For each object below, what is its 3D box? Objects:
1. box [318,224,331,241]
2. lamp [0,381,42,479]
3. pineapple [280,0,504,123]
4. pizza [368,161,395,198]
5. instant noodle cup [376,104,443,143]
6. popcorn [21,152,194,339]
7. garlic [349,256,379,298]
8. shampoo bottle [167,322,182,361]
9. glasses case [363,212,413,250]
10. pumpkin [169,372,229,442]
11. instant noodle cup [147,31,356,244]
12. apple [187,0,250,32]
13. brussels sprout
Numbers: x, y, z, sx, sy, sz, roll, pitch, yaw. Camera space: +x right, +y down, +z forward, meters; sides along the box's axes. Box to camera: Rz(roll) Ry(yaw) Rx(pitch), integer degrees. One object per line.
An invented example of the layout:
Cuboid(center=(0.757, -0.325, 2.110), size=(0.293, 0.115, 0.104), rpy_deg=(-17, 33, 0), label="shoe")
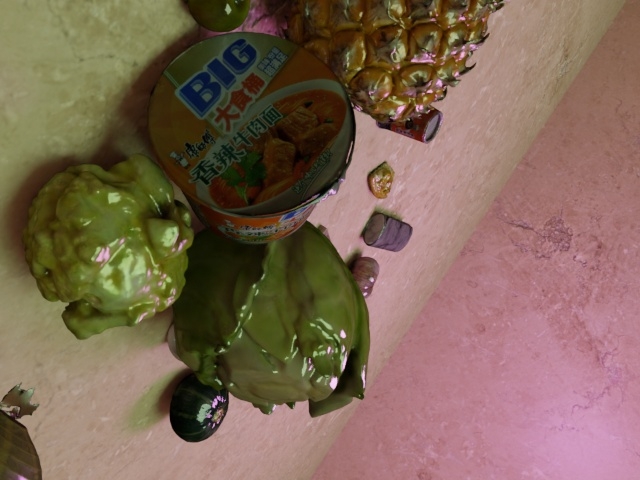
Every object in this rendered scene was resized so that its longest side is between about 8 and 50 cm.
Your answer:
Cuboid(center=(0.000, 0.000, 1.607), size=(0.053, 0.024, 0.083), rpy_deg=(-50, 155, -15), label="box")
Cuboid(center=(-0.486, 0.312, 0.793), size=(0.284, 0.250, 0.250), rpy_deg=(-57, 158, -21), label="lamp")
Cuboid(center=(0.108, -0.368, 0.973), size=(0.300, 0.352, 0.352), rpy_deg=(-58, 158, 21), label="pineapple")
Cuboid(center=(0.182, -0.172, 1.730), size=(0.099, 0.035, 0.160), rpy_deg=(-55, 157, -4), label="pizza")
Cuboid(center=(0.231, -0.313, 1.518), size=(0.127, 0.135, 0.127), rpy_deg=(-42, 152, -29), label="instant noodle cup")
Cuboid(center=(-0.292, 0.012, 0.841), size=(0.255, 0.194, 0.256), rpy_deg=(-57, 139, -13), label="popcorn")
Cuboid(center=(0.130, 0.119, 1.925), size=(0.159, 0.101, 0.147), rpy_deg=(97, 19, -67), label="garlic")
Cuboid(center=(-0.212, 0.201, 1.362), size=(0.303, 0.092, 0.092), rpy_deg=(-4, 124, -61), label="shampoo bottle")
Cuboid(center=(0.226, -0.022, 1.978), size=(0.114, 0.060, 0.299), rpy_deg=(-61, 157, 9), label="glasses case")
Cuboid(center=(-0.287, 0.389, 1.412), size=(0.167, 0.125, 0.167), rpy_deg=(-39, 145, -35), label="pumpkin")
Cuboid(center=(-0.104, -0.135, 0.918), size=(0.296, 0.296, 0.214), rpy_deg=(-49, 174, -18), label="instant noodle cup")
Cuboid(center=(-0.142, -0.337, 0.833), size=(0.089, 0.074, 0.090), rpy_deg=(-26, 121, -53), label="apple")
Cuboid(center=(-0.086, 0.123, 1.169), size=(0.425, 0.342, 0.361), rpy_deg=(54, 34, -49), label="brussels sprout")
